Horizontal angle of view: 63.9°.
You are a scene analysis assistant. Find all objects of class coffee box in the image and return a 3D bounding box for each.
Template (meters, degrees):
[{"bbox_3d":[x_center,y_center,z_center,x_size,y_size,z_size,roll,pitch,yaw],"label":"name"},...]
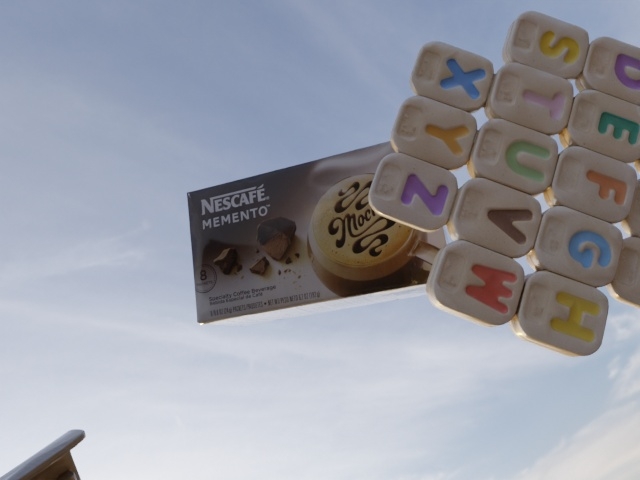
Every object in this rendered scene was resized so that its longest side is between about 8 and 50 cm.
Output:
[{"bbox_3d":[0.000,0.000,0.626,0.297,0.168,0.119,-11,-14,15],"label":"coffee box"}]

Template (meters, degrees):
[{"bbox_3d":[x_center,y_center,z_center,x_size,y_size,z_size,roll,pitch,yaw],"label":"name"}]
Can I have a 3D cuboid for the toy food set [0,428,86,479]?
[{"bbox_3d":[-0.266,0.357,0.456,0.219,0.092,0.306,-33,-62,-51],"label":"toy food set"}]

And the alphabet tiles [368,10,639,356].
[{"bbox_3d":[0.194,-0.057,0.431,0.021,0.278,0.284,109,-178,-77],"label":"alphabet tiles"}]
